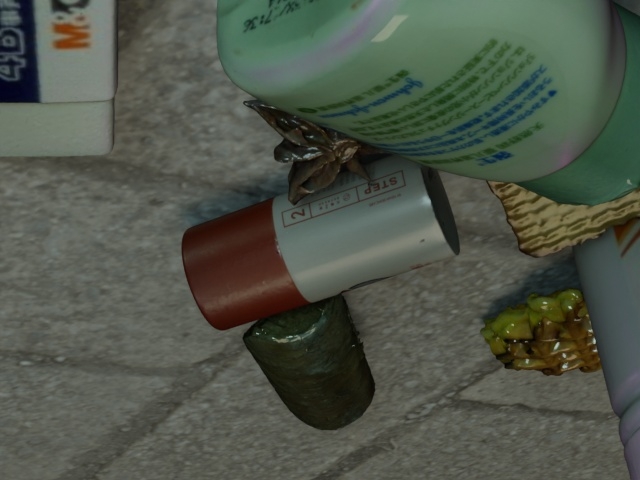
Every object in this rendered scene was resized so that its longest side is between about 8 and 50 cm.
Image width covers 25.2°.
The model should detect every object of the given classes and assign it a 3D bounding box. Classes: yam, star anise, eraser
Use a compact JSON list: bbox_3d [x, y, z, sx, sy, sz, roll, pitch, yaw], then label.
[{"bbox_3d":[-0.012,0.101,1.365,0.106,0.106,0.259,-14,151,4],"label":"yam"},{"bbox_3d":[0.020,-0.088,1.082,0.129,0.056,0.124,-24,132,0],"label":"star anise"},{"bbox_3d":[-0.181,-0.157,0.841,0.130,0.086,0.287,-4,151,-12],"label":"eraser"}]

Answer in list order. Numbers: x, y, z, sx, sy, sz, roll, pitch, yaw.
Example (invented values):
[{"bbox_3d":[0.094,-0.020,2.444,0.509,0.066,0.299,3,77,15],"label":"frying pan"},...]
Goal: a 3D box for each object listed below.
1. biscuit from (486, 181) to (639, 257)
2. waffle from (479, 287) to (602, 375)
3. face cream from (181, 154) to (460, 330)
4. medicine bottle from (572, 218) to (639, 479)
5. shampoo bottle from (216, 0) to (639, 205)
[{"bbox_3d":[0.251,-0.090,1.131,0.254,0.029,0.172,-20,126,12],"label":"biscuit"},{"bbox_3d":[0.305,0.081,1.486,0.243,0.059,0.238,1,156,-26],"label":"waffle"},{"bbox_3d":[0.000,0.000,1.189,0.214,0.096,0.096,-19,151,13],"label":"face cream"},{"bbox_3d":[0.341,0.084,1.237,0.202,0.316,0.202,-8,153,-4],"label":"medicine bottle"},{"bbox_3d":[0.111,-0.122,0.943,0.349,0.151,0.222,18,152,-42],"label":"shampoo bottle"}]
